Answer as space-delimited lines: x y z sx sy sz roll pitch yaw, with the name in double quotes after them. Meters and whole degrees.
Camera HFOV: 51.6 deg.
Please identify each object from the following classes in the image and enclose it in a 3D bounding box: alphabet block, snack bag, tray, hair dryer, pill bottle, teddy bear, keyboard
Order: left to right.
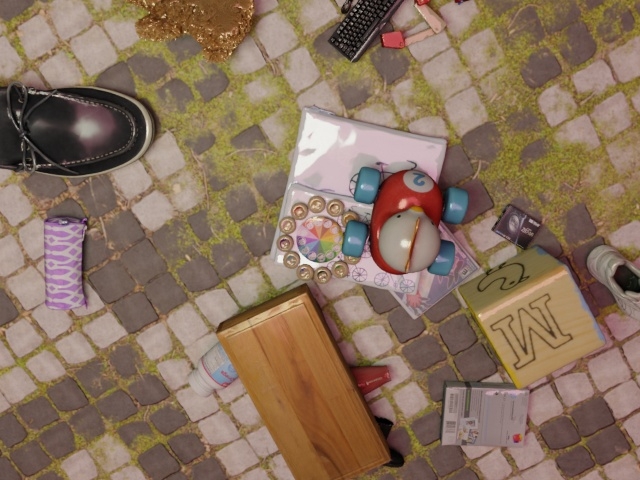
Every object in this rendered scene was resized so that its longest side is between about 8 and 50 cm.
-0.275 -0.485 1.269 0.337 0.113 0.245 16 96 5 "teddy bear"
-0.209 0.267 1.440 0.160 0.087 0.087 -42 99 10 "pill bottle"
-0.031 0.316 1.373 0.202 0.076 0.411 -25 104 5 "tray"
0.016 0.263 1.441 0.293 0.080 0.224 22 102 -5 "hair dryer"
0.083 -0.080 1.367 0.322 0.037 0.343 14 100 2 "snack bag"
0.083 -0.447 1.282 0.108 0.023 0.180 46 108 19 "keyboard"
0.426 0.152 1.356 0.197 0.192 0.194 -30 99 6 "alphabet block"

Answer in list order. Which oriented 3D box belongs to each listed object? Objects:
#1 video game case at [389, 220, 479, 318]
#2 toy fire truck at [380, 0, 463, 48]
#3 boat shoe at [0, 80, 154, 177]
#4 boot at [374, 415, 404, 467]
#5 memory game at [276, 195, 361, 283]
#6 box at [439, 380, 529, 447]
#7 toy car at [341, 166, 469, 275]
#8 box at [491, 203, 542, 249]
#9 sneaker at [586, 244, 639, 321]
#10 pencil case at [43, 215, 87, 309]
0.208 0.040 1.416 0.183 0.023 0.201 -40 100 9 "video game case"
0.209 -0.450 1.289 0.191 0.047 0.135 -7 103 1 "toy fire truck"
-0.582 -0.216 1.300 0.499 0.156 0.187 3 101 -1 "boat shoe"
0.143 0.456 1.505 0.121 0.045 0.099 14 100 -2 "boot"
0.000 0.000 1.363 0.186 0.012 0.186 1 100 5 "memory game"
0.367 0.392 1.489 0.186 0.038 0.145 2 104 1 "box"
0.167 -0.024 1.227 0.219 0.238 0.211 13 98 -3 "toy car"
0.415 -0.028 1.400 0.083 0.018 0.067 31 102 -6 "box"
0.660 0.112 1.380 0.232 0.115 0.090 38 101 -8 "sneaker"
-0.538 0.046 1.398 0.088 0.086 0.206 0 106 -23 "pencil case"
